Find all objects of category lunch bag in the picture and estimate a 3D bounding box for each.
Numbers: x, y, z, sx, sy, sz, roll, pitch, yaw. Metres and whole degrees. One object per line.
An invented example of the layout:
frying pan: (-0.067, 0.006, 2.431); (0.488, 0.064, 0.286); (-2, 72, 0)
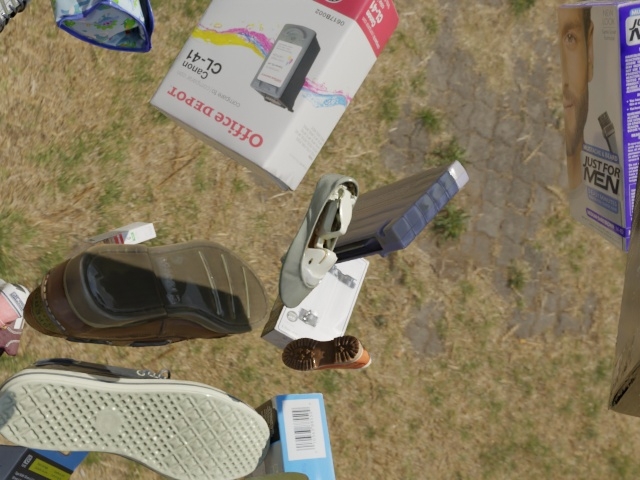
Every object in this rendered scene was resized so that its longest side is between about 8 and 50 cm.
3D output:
lunch bag: (-0.262, -0.311, 0.835); (0.096, 0.151, 0.129); (-16, 85, 11)

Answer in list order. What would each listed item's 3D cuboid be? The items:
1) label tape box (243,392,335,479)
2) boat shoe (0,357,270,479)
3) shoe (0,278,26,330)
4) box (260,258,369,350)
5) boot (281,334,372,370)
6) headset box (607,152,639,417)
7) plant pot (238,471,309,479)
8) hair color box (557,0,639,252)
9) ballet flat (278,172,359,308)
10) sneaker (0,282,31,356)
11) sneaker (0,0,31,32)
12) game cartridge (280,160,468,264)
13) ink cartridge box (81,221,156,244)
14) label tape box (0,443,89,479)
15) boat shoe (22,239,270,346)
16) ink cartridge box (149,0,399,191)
label tape box: (-0.095, 0.483, 1.419); (0.115, 0.347, 0.249); (4, 63, -28)
boat shoe: (-0.328, 0.319, 1.243); (0.500, 0.156, 0.187); (16, 93, -21)
shoe: (-0.466, 0.101, 0.953); (0.081, 0.178, 0.063); (-37, 106, -27)
box: (-0.008, 0.139, 1.636); (0.169, 0.087, 0.290); (31, 58, -15)
boot: (0.012, 0.207, 1.194); (0.084, 0.157, 0.059); (40, 48, -55)
headset box: (0.277, -0.032, 0.430); (0.246, 0.131, 0.283); (49, 53, -64)
plant pot: (-0.058, 0.252, 0.525); (0.134, 0.134, 0.095); (-4, 54, -26)
hair color box: (0.435, -0.174, 0.979); (0.110, 0.185, 0.339); (-10, 109, -2)
ballet flat: (0.000, 0.000, 0.986); (0.072, 0.068, 0.213); (31, 74, -46)
sneaker: (-0.612, 0.140, 1.068); (0.281, 0.106, 0.163); (5, 84, -10)
sneaker: (-0.619, -0.457, 1.302); (0.121, 0.111, 0.300); (6, 84, -30)
game cartridge: (0.097, -0.035, 1.298); (0.230, 0.355, 0.068); (-38, 102, -34)
ink cartridge box: (-0.363, -0.003, 1.224); (0.115, 0.063, 0.029); (-23, 108, -34)
label tape box: (-0.653, 0.521, 1.410); (0.105, 0.241, 0.334); (25, 65, 17)
boat shoe: (-0.179, 0.062, 0.756); (0.307, 0.104, 0.111); (18, 53, -57)
ink cartridge box: (-0.064, -0.260, 0.984); (0.226, 0.131, 0.306); (31, 88, 20)
